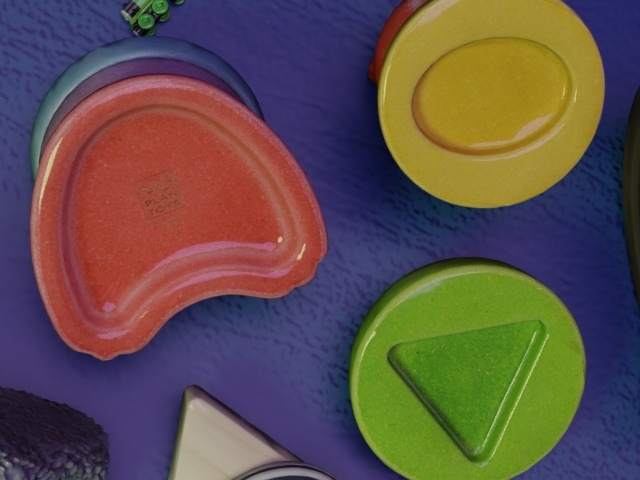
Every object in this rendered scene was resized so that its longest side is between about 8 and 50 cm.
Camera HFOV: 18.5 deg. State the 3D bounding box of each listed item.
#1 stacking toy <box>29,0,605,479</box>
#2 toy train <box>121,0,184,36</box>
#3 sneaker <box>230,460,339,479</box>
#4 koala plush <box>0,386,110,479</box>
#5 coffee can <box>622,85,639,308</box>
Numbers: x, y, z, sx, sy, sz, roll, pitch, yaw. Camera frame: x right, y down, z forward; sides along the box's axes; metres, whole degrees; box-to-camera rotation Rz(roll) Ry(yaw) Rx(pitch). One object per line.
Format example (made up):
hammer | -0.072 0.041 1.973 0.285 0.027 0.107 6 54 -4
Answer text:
stacking toy | 0.000 0.000 1.085 0.309 0.130 0.279 -12 110 -6
toy train | -0.082 -0.150 1.114 0.023 0.017 0.083 40 79 9
sneaker | -0.078 0.255 0.989 0.126 0.127 0.321 40 83 -10
koala plush | -0.256 0.148 0.976 0.196 0.203 0.221 37 103 13
coffee can | 0.326 -0.013 1.055 0.275 0.201 0.201 -9 83 -9
